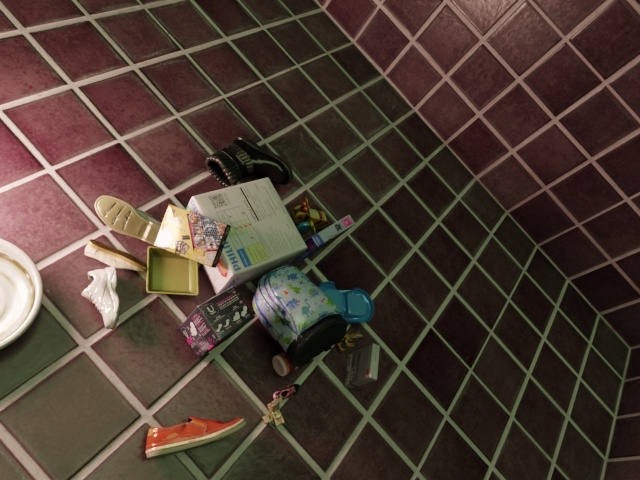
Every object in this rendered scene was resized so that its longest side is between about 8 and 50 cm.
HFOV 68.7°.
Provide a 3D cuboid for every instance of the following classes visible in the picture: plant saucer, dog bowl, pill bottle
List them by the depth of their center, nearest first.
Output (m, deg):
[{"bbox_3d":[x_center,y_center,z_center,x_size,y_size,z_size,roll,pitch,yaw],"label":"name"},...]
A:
[{"bbox_3d":[-1.059,0.174,1.395,0.401,0.100,0.399,16,56,-24],"label":"plant saucer"},{"bbox_3d":[-0.563,0.123,1.776,0.188,0.045,0.188,7,59,-29],"label":"plant saucer"},{"bbox_3d":[-0.106,0.463,1.839,0.152,0.086,0.086,-20,75,-38],"label":"pill bottle"},{"bbox_3d":[0.095,0.285,2.081,0.298,0.074,0.165,15,56,-24],"label":"dog bowl"}]

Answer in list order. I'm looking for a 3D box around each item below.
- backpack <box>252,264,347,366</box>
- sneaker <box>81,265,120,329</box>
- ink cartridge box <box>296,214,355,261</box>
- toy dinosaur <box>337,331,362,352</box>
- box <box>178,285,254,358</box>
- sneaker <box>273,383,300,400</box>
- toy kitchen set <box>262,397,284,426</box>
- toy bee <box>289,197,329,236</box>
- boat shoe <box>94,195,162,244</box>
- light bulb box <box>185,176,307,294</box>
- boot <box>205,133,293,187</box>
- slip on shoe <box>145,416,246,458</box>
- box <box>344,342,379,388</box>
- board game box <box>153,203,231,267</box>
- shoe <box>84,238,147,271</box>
[{"bbox_3d":[-0.104,0.269,1.843,0.290,0.273,0.356,-20,40,-38],"label":"backpack"},{"bbox_3d":[-0.748,0.200,1.598,0.116,0.090,0.232,-4,57,-27],"label":"sneaker"},{"bbox_3d":[0.000,0.000,2.113,0.311,0.186,0.065,-28,83,-39],"label":"ink cartridge box"},{"bbox_3d":[0.090,0.418,2.020,0.212,0.064,0.112,19,36,-33],"label":"toy dinosaur"},{"bbox_3d":[-0.373,0.290,1.665,0.163,0.247,0.142,-31,84,-41],"label":"box"},{"bbox_3d":[-0.120,0.576,1.784,0.120,0.057,0.047,-16,71,-39],"label":"sneaker"},{"bbox_3d":[-0.168,0.632,1.708,0.068,0.075,0.083,-13,67,-36],"label":"toy kitchen set"},{"bbox_3d":[-0.069,-0.103,2.144,0.299,0.162,0.195,-20,73,-41],"label":"toy bee"},{"bbox_3d":[-0.697,-0.064,1.762,0.302,0.103,0.113,34,84,-17],"label":"boat shoe"},{"bbox_3d":[-0.315,-0.024,1.902,0.361,0.225,0.357,-21,76,-38],"label":"light bulb box"},{"bbox_3d":[-0.321,-0.315,2.127,0.348,0.131,0.260,32,43,1],"label":"boot"},{"bbox_3d":[-0.403,0.625,1.542,0.332,0.123,0.101,-3,61,-28],"label":"slip on shoe"},{"bbox_3d":[0.169,0.516,1.918,0.038,0.186,0.145,25,52,-19],"label":"box"},{"bbox_3d":[-0.465,-0.017,1.702,0.244,0.042,0.164,20,88,12],"label":"board game box"},{"bbox_3d":[-0.739,0.067,1.694,0.219,0.076,0.058,28,93,-18],"label":"shoe"}]
